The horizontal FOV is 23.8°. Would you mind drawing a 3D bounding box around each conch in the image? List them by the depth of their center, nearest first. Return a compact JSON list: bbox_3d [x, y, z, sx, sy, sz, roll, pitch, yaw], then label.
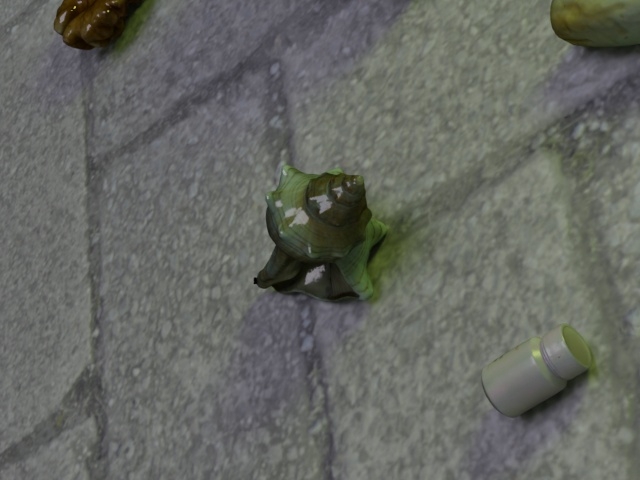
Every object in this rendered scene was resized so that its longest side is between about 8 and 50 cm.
[{"bbox_3d":[0.011,-0.007,1.511,0.137,0.234,0.114,35,69,18],"label":"conch"}]

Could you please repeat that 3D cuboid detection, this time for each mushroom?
[{"bbox_3d":[0.344,-0.228,1.307,0.333,0.087,0.107,0,73,48],"label":"mushroom"}]

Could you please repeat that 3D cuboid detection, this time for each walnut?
[{"bbox_3d":[-0.278,-0.323,1.999,0.170,0.069,0.143,-51,41,10],"label":"walnut"}]

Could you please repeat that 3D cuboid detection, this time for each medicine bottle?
[{"bbox_3d":[0.185,0.111,1.307,0.089,0.052,0.052,-36,48,28],"label":"medicine bottle"}]
